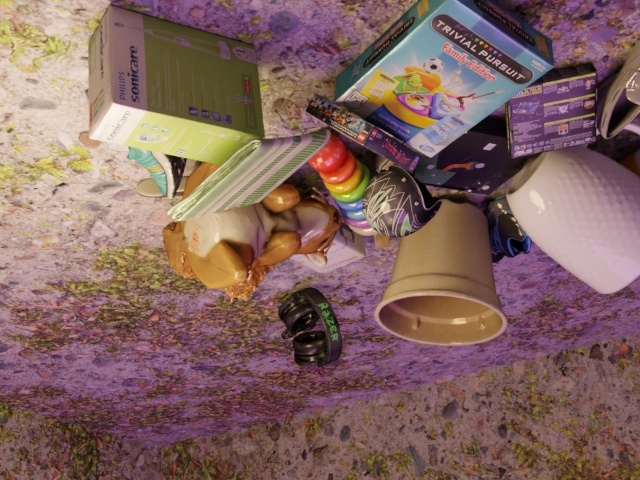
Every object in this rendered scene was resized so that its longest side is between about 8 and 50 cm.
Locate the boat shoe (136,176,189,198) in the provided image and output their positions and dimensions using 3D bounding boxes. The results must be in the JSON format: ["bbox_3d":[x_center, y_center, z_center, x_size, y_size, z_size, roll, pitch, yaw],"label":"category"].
[{"bbox_3d":[-0.356,-0.118,1.963,0.137,0.049,0.043,-8,157,-12],"label":"boat shoe"}]

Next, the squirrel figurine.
[{"bbox_3d":[-0.154,-0.016,2.018,0.371,0.281,0.397,-7,165,-39],"label":"squirrel figurine"}]

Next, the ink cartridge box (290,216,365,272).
[{"bbox_3d":[0.000,0.000,2.258,0.154,0.093,0.212,-21,150,27],"label":"ink cartridge box"}]

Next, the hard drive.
[{"bbox_3d":[0.323,-0.205,1.967,0.339,0.064,0.237,5,151,-27],"label":"hard drive"}]

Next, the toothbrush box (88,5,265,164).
[{"bbox_3d":[-0.255,-0.267,1.503,0.283,0.206,0.122,9,150,-33],"label":"toothbrush box"}]

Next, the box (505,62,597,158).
[{"bbox_3d":[0.494,-0.275,1.821,0.191,0.045,0.184,-11,128,5],"label":"box"}]

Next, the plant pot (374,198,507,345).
[{"bbox_3d":[0.321,0.072,2.216,0.334,0.305,0.334,6,153,3],"label":"plant pot"}]

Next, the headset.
[{"bbox_3d":[-0.023,0.274,2.695,0.185,0.243,0.394,-18,176,-27],"label":"headset"}]

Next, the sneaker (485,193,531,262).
[{"bbox_3d":[0.501,0.002,2.337,0.125,0.139,0.341,-23,157,-8],"label":"sneaker"}]

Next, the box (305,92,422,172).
[{"bbox_3d":[0.092,-0.217,1.736,0.044,0.159,0.233,-59,149,8],"label":"box"}]

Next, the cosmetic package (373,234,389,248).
[{"bbox_3d":[0.161,-0.029,2.285,0.041,0.060,0.115,-9,156,2],"label":"cosmetic package"}]

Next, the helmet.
[{"bbox_3d":[0.173,-0.087,1.894,0.169,0.169,0.162,-31,167,39],"label":"helmet"}]

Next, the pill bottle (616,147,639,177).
[{"bbox_3d":[0.802,-0.164,2.131,0.118,0.117,0.208,9,149,-32],"label":"pill bottle"}]

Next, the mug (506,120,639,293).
[{"bbox_3d":[0.651,-0.113,2.010,0.328,0.276,0.374,35,105,-5],"label":"mug"}]

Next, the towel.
[{"bbox_3d":[-0.123,-0.132,1.625,0.248,0.038,0.325,-37,173,27],"label":"towel"}]

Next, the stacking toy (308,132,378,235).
[{"bbox_3d":[0.063,-0.136,1.962,0.141,0.141,0.330,-18,149,19],"label":"stacking toy"}]

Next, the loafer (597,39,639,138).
[{"bbox_3d":[0.673,-0.330,1.758,0.112,0.111,0.319,0,153,-17],"label":"loafer"}]

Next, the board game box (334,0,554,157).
[{"bbox_3d":[0.227,-0.320,1.614,0.254,0.079,0.336,25,141,-26],"label":"board game box"}]

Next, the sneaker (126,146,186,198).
[{"bbox_3d":[-0.350,-0.188,1.794,0.110,0.107,0.275,9,151,9],"label":"sneaker"}]
